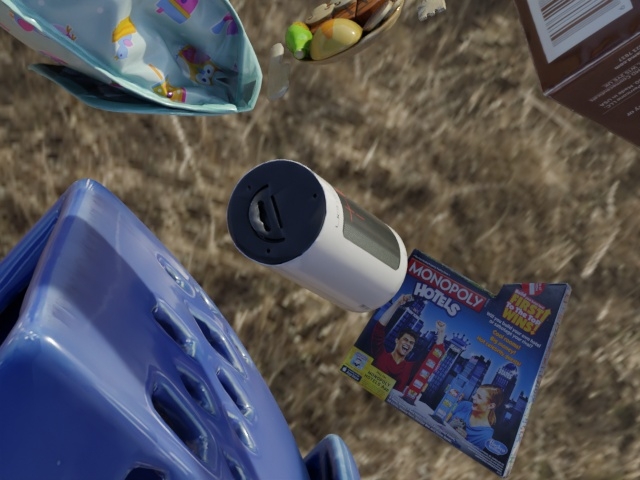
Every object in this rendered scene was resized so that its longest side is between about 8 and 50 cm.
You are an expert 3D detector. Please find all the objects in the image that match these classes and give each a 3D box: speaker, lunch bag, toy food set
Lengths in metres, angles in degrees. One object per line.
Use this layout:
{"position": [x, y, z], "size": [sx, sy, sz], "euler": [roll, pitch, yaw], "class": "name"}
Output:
{"position": [0.000, 0.000, 0.904], "size": [0.055, 0.136, 0.055], "euler": [-5, 76, 20], "class": "speaker"}
{"position": [-0.181, -0.200, 1.388], "size": [0.262, 0.223, 0.160], "euler": [40, 85, -29], "class": "lunch bag"}
{"position": [0.024, -0.215, 1.664], "size": [0.192, 0.132, 0.038], "euler": [-26, 118, 13], "class": "toy food set"}

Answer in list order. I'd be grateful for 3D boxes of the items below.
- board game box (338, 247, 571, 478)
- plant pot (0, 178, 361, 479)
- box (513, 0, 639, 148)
{"position": [0.152, 0.100, 1.693], "size": [0.194, 0.060, 0.194], "euler": [33, 90, 13], "class": "board game box"}
{"position": [-0.103, 0.145, 0.729], "size": [0.212, 0.236, 0.236], "euler": [41, 100, -12], "class": "plant pot"}
{"position": [0.356, -0.186, 1.692], "size": [0.381, 0.143, 0.191], "euler": [22, 45, -45], "class": "box"}
